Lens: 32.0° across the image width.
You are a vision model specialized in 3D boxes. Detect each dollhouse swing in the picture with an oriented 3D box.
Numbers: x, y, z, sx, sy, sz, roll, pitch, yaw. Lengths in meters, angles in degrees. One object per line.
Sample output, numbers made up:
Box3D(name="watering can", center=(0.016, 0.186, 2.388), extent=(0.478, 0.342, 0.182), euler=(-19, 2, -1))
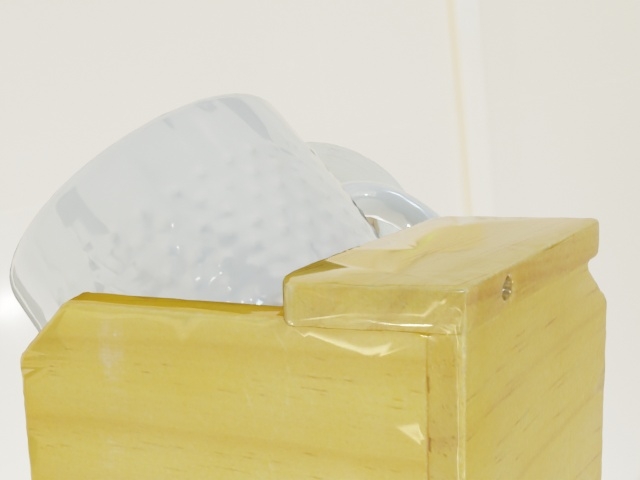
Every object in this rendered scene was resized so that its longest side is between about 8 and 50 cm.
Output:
Box3D(name="dollhouse swing", center=(0.008, 0.165, 0.820), extent=(0.305, 0.346, 0.315), euler=(6, -165, 33))

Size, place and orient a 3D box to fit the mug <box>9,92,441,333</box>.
Box3D(name="mug", center=(-0.013, 0.074, 0.940), extent=(0.374, 0.328, 0.276), euler=(-27, 160, -35))

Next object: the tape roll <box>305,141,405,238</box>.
Box3D(name="tape roll", center=(0.000, 0.000, 1.614), extent=(0.286, 0.286, 0.100), euler=(-15, 156, -28))
